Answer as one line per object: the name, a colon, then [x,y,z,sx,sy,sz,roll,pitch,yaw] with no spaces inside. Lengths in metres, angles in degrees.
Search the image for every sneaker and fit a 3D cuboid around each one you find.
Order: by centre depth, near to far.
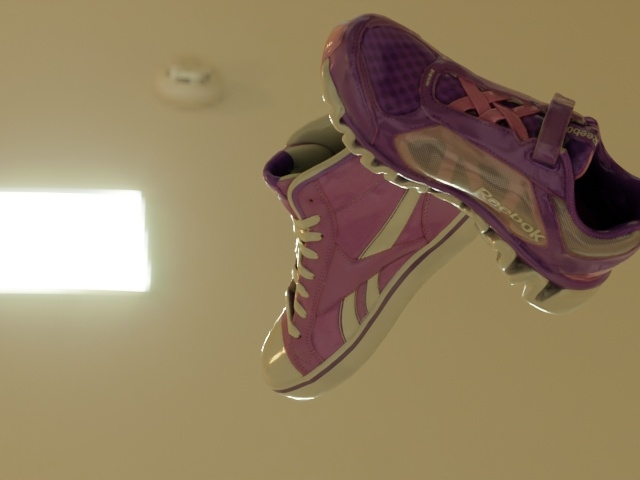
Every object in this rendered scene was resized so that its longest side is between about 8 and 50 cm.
sneaker: [0.108,-0.058,1.068,0.236,0.104,0.095,39,-125,-17]
sneaker: [0.000,-0.001,1.403,0.161,0.282,0.102,24,-149,-26]
